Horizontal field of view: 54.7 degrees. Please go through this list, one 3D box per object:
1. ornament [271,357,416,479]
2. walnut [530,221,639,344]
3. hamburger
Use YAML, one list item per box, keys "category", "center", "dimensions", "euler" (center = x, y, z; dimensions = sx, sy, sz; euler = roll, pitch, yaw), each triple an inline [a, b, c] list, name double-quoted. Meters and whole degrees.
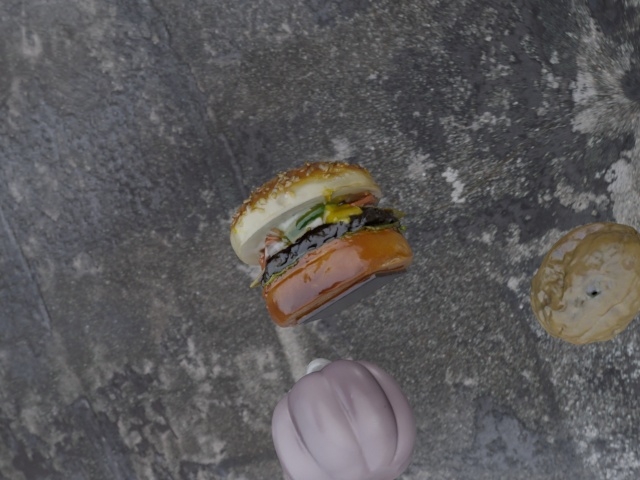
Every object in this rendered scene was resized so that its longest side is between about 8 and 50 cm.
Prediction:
- category: "ornament"
  center: [0.025, 0.228, 0.761]
  dimensions: [0.177, 0.177, 0.177]
  euler: [7, 105, 26]
- category: "walnut"
  center: [0.492, 0.078, 1.124]
  dimensions: [0.198, 0.198, 0.245]
  euler: [35, 101, 16]
- category: "hamburger"
  center: [0.000, 0.000, 1.015]
  dimensions: [0.291, 0.291, 0.225]
  euler: [-34, 72, 30]
